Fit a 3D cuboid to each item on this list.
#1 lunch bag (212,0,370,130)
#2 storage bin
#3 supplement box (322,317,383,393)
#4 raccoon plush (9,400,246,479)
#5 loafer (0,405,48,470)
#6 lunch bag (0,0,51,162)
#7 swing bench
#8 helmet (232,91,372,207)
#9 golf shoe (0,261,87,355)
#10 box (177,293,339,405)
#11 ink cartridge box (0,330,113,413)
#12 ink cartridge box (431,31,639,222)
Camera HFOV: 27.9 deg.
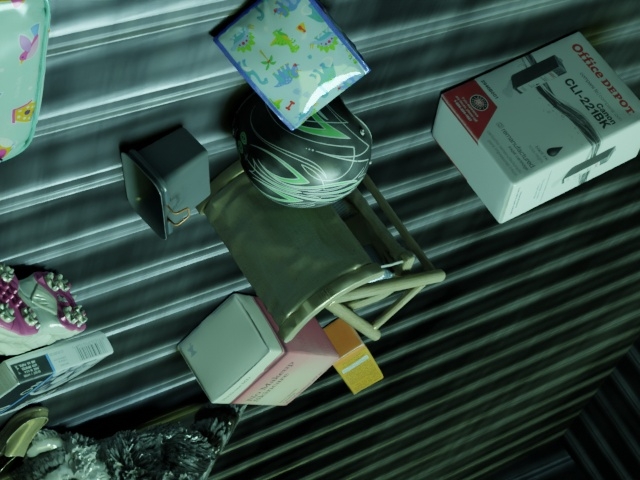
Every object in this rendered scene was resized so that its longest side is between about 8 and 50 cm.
[{"bbox_3d":[-0.038,-0.233,1.565,0.129,0.096,0.151,-39,126,9],"label":"lunch bag"},{"bbox_3d":[-0.190,-0.076,1.669,0.091,0.098,0.135,-37,157,-21],"label":"storage bin"},{"bbox_3d":[0.057,0.228,2.528,0.080,0.078,0.233,-34,155,0],"label":"supplement box"},{"bbox_3d":[-0.343,0.373,2.267,0.216,0.299,0.446,-64,177,23],"label":"raccoon plush"},{"bbox_3d":[-0.484,0.319,2.056,0.148,0.050,0.056,-42,155,15],"label":"loafer"},{"bbox_3d":[-0.383,-0.163,1.242,0.224,0.108,0.279,-19,151,-31],"label":"lunch bag"},{"bbox_3d":[0.000,0.000,1.837,0.165,0.253,0.255,-45,154,22],"label":"swing bench"},{"bbox_3d":[-0.021,-0.121,1.699,0.169,0.161,0.169,-28,155,-14],"label":"helmet"},{"bbox_3d":[-0.421,0.101,1.655,0.140,0.115,0.306,-30,162,11],"label":"golf shoe"},{"bbox_3d":[-0.102,0.190,2.205,0.148,0.127,0.232,-43,154,19],"label":"box"},{"bbox_3d":[-0.430,0.208,1.828,0.208,0.045,0.206,-33,172,30],"label":"ink cartridge box"},{"bbox_3d":[0.343,-0.179,2.004,0.273,0.197,0.114,-26,154,-19],"label":"ink cartridge box"}]
